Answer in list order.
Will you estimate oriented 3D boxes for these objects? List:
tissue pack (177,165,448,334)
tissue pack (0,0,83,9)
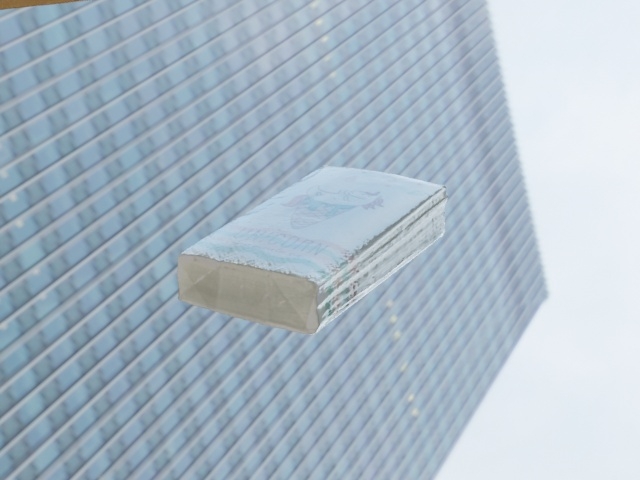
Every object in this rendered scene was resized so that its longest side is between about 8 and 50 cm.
[{"bbox_3d":[0.000,0.000,0.551,0.056,0.108,0.023,12,-66,24],"label":"tissue pack"},{"bbox_3d":[-0.169,-0.195,0.424,0.194,0.145,0.275,-2,-84,18],"label":"tissue pack"}]
